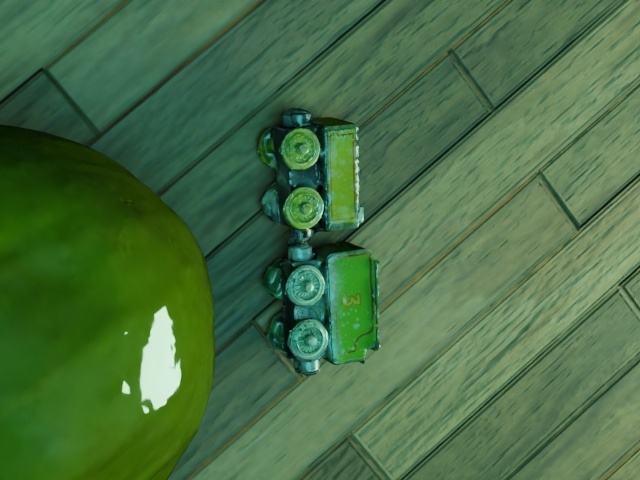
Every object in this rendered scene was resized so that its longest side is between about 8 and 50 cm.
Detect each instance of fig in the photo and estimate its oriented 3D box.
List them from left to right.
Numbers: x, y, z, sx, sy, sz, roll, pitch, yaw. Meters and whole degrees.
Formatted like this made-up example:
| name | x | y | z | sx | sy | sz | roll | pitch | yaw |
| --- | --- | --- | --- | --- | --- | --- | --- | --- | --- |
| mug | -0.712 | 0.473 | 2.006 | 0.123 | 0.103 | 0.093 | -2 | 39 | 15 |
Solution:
| name | x | y | z | sx | sy | sz | roll | pitch | yaw |
| --- | --- | --- | --- | --- | --- | --- | --- | --- | --- |
| fig | -0.227 | 0.070 | 1.023 | 0.343 | 0.343 | 0.343 | -3 | 101 | -17 |

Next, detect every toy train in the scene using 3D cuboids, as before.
| name | x | y | z | sx | sy | sz | roll | pitch | yaw |
| --- | --- | --- | --- | --- | --- | --- | --- | --- | --- |
| toy train | 0.000 | 0.000 | 1.207 | 0.081 | 0.060 | 0.202 | -7 | 103 | -23 |
